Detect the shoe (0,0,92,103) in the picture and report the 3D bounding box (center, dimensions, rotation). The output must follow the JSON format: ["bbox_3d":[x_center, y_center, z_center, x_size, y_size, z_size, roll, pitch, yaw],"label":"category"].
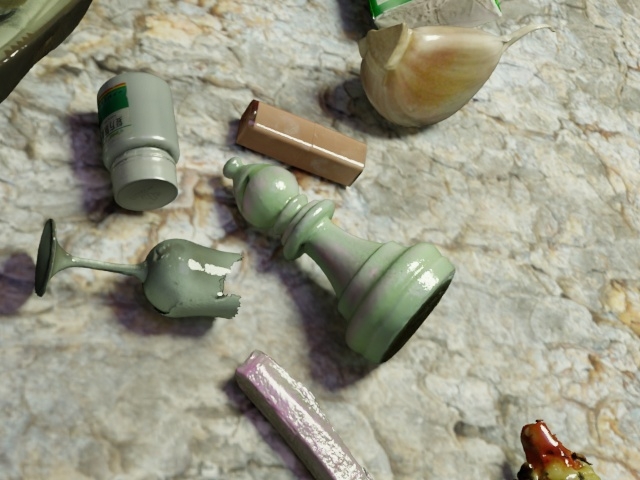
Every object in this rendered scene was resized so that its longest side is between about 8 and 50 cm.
[{"bbox_3d":[-0.327,-0.217,1.171,0.098,0.103,0.275,34,44,-5],"label":"shoe"}]

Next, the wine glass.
[{"bbox_3d":[-0.173,0.032,1.111,0.195,0.079,0.079,9,57,-23],"label":"wine glass"}]

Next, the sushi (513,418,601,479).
[{"bbox_3d":[0.270,0.293,1.187,0.097,0.103,0.226,-17,71,-7],"label":"sushi"}]

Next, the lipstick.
[{"bbox_3d":[-0.021,-0.111,1.306,0.145,0.045,0.045,20,51,-17],"label":"lipstick"}]

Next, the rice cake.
[{"bbox_3d":[-0.011,0.196,1.125,0.206,0.036,0.047,51,41,8],"label":"rice cake"}]

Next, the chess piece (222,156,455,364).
[{"bbox_3d":[0.000,0.000,1.212,0.272,0.139,0.139,38,49,12],"label":"chess piece"}]

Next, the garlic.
[{"bbox_3d":[0.155,-0.212,1.403,0.266,0.148,0.128,-18,102,-36],"label":"garlic"}]

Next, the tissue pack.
[{"bbox_3d":[0.139,-0.358,1.496,0.156,0.148,0.209,42,32,-57],"label":"tissue pack"}]

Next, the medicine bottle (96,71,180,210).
[{"bbox_3d":[-0.188,-0.102,1.184,0.080,0.080,0.130,5,59,-27],"label":"medicine bottle"}]
